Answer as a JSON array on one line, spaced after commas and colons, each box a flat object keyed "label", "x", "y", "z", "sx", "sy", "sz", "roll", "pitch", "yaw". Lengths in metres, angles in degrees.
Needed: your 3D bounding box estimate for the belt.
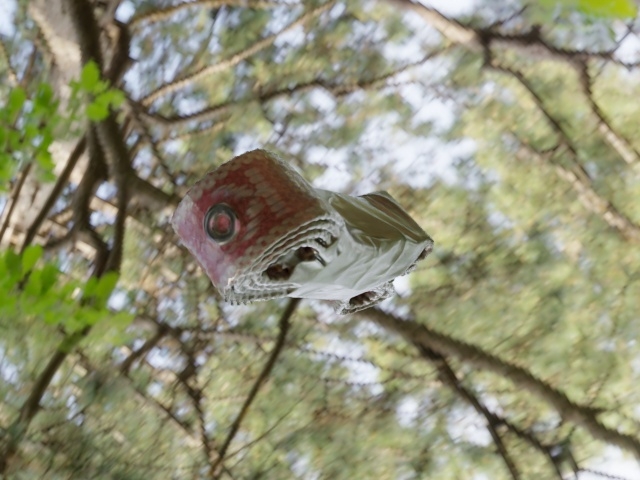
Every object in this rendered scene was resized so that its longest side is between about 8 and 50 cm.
[{"label": "belt", "x": 0.000, "y": 0.000, "z": 0.728, "sx": 0.071, "sy": 0.232, "sz": 0.053, "roll": -40, "pitch": -105, "yaw": 10}]
